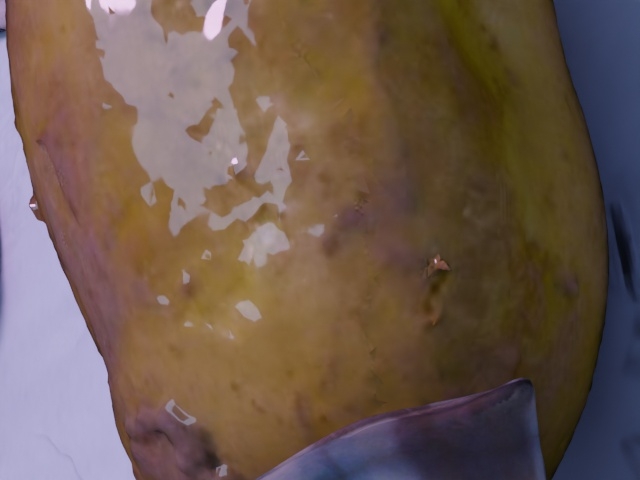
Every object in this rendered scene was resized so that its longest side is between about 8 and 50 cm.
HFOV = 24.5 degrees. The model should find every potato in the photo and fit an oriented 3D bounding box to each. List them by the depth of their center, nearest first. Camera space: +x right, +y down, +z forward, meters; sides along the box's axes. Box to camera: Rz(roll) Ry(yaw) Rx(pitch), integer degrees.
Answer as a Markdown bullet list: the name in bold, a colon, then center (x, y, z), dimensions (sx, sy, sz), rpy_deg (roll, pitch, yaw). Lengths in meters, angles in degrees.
- **potato**: center (0.000, 0.000, 0.544), dimensions (0.229, 0.229, 0.266), rpy_deg (-27, 67, 54)

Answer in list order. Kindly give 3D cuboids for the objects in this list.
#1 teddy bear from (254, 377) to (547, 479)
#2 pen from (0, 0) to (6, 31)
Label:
- **teddy bear**: center (0.002, 0.286, 0.384), dimensions (0.375, 0.327, 0.362), rpy_deg (-72, 1, -57)
- **pen**: center (-0.232, -0.169, 1.097), dimensions (0.218, 0.026, 0.026), rpy_deg (2, 87, 58)
